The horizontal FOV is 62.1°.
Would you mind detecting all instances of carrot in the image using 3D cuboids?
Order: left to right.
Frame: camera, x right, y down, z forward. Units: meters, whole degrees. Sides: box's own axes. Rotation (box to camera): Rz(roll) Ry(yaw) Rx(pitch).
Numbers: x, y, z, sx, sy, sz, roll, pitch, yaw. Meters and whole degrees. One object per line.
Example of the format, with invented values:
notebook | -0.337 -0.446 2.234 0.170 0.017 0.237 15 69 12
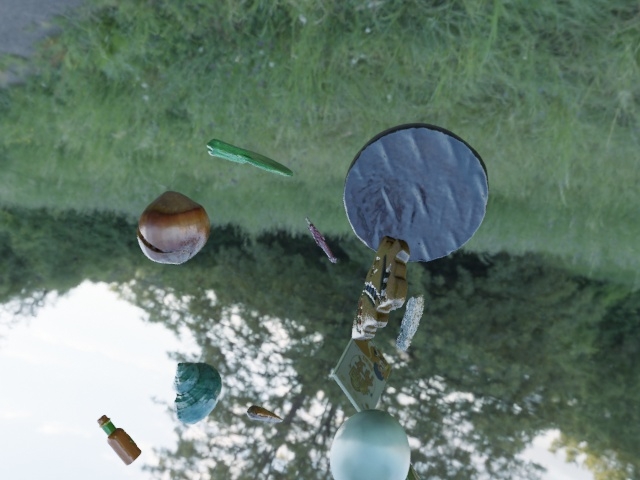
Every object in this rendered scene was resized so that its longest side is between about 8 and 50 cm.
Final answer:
carrot | -0.184 0.605 1.833 0.048 0.048 0.216 15 164 35

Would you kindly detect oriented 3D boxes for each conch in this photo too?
conch | -0.436 0.510 1.842 0.202 0.196 0.134 48 140 1

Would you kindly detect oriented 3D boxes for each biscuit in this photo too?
biscuit | 0.139 0.133 1.316 0.043 0.302 0.278 19 -157 -10
biscuit | 0.334 0.280 1.924 0.038 0.290 0.141 25 -140 25
biscuit | 0.267 -0.132 1.509 0.407 0.408 0.091 21 -157 -4

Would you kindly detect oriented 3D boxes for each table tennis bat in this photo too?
table tennis bat | -0.175 -0.203 1.319 0.160 0.039 0.257 32 -167 37

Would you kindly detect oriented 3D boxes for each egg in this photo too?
egg | 0.142 0.613 1.521 0.229 0.230 0.371 19 139 15

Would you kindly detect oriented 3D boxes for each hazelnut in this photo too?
hazelnut | -0.373 -0.032 1.337 0.182 0.182 0.182 20 172 3

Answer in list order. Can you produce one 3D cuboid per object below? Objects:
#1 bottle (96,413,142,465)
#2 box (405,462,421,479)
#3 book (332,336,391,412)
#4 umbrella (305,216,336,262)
bottle | -0.685 0.669 1.796 0.187 0.069 0.069 54 166 -7
box | 0.394 1.104 2.036 0.373 0.138 0.420 62 -178 -41
book | 0.147 0.445 1.809 0.020 0.295 0.208 -28 102 30
umbrella | 0.000 0.000 1.594 0.165 0.027 0.025 56 -158 -9
